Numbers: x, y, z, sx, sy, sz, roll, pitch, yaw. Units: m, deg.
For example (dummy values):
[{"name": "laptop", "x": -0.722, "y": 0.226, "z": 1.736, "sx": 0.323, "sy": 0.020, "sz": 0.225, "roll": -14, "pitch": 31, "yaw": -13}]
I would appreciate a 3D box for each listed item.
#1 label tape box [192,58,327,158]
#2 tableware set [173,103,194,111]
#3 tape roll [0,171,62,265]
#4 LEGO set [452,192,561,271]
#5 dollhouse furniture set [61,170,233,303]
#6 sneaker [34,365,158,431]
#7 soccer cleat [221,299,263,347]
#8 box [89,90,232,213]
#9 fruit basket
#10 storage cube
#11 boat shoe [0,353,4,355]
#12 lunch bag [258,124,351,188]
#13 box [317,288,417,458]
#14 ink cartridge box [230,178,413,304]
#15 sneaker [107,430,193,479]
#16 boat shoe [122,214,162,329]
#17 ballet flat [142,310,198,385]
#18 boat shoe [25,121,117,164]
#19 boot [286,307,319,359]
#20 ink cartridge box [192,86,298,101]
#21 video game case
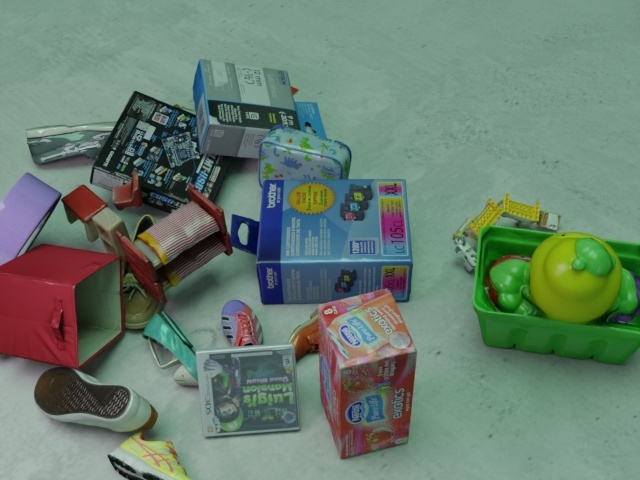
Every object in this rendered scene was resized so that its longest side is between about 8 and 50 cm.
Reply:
[{"name": "label tape box", "x": -0.138, "y": -0.325, "z": 2.299, "sx": 0.348, "sy": 0.115, "sz": 0.249, "roll": 3, "pitch": 48, "yaw": -18}, {"name": "tableware set", "x": -0.415, "y": -0.312, "z": 2.421, "sx": 0.104, "sy": 0.024, "sz": 0.154, "roll": 19, "pitch": 51, "yaw": 23}, {"name": "tape roll", "x": -0.674, "y": -0.011, "z": 1.962, "sx": 0.090, "sy": 0.275, "sz": 0.275, "roll": 34, "pitch": 48, "yaw": -12}, {"name": "LEGO set", "x": 0.413, "y": -0.033, "z": 2.104, "sx": 0.287, "sy": 0.107, "sz": 0.132, "roll": -23, "pitch": 84, "yaw": -25}, {"name": "dollhouse furniture set", "x": -0.387, "y": -0.055, "z": 1.958, "sx": 0.201, "sy": 0.152, "sz": 0.374, "roll": -38, "pitch": 56, "yaw": -23}, {"name": "sneaker", "x": -0.442, "y": 0.326, "z": 1.775, "sx": 0.290, "sy": 0.123, "sz": 0.106, "roll": 8, "pitch": 66, "yaw": 36}, {"name": "soccer cleat", "x": -0.154, "y": 0.207, "z": 1.865, "sx": 0.083, "sy": 0.095, "sz": 0.248, "roll": -8, "pitch": 48, "yaw": -10}, {"name": "box", "x": -0.374, "y": -0.206, "z": 2.225, "sx": 0.293, "sy": 0.073, "sz": 0.295, "roll": 21, "pitch": 49, "yaw": -7}, {"name": "fruit basket", "x": 0.490, "y": 0.073, "z": 1.794, "sx": 0.392, "sy": 0.392, "sz": 0.283, "roll": 7, "pitch": 47, "yaw": 8}, {"name": "storage cube", "x": -0.531, "y": 0.128, "z": 1.840, "sx": 0.193, "sy": 0.183, "sz": 0.215, "roll": 8, "pitch": 20, "yaw": 16}, {"name": "boat shoe", "x": -0.773, "y": 0.155, "z": 1.931, "sx": 0.324, "sy": 0.116, "sz": 0.097, "roll": 35, "pitch": 99, "yaw": 19}, {"name": "lunch bag", "x": -0.040, "y": -0.172, "z": 2.172, "sx": 0.219, "sy": 0.176, "sz": 0.090, "roll": 15, "pitch": 44, "yaw": 12}, {"name": "box", "x": 0.081, "y": 0.251, "z": 1.675, "sx": 0.142, "sy": 0.300, "sz": 0.154, "roll": -12, "pitch": 48, "yaw": -10}, {"name": "ink cartridge box", "x": 0.000, "y": 0.000, "z": 2.027, "sx": 0.395, "sy": 0.151, "sz": 0.270, "roll": -2, "pitch": 46, "yaw": 2}, {"name": "sneaker", "x": -0.291, "y": 0.416, "z": 1.681, "sx": 0.208, "sy": 0.081, "sz": 0.094, "roll": 23, "pitch": 49, "yaw": 22}, {"name": "boat shoe", "x": -0.401, "y": 0.069, "z": 2.007, "sx": 0.104, "sy": 0.089, "sz": 0.285, "roll": -3, "pitch": 47, "yaw": -2}, {"name": "ballet flat", "x": -0.282, "y": 0.245, "z": 1.856, "sx": 0.087, "sy": 0.083, "sz": 0.247, "roll": -47, "pitch": 58, "yaw": -7}, {"name": "boat shoe", "x": -0.590, "y": -0.251, "z": 2.332, "sx": 0.319, "sy": 0.099, "sz": 0.116, "roll": -4, "pitch": 14, "yaw": -10}, {"name": "boot", "x": -0.012, "y": 0.209, "z": 1.888, "sx": 0.084, "sy": 0.059, "sz": 0.158, "roll": 33, "pitch": 54, "yaw": 22}, {"name": "ink cartridge box", "x": -0.204, "y": -0.408, "z": 2.484, "sx": 0.189, "sy": 0.066, "sz": 0.232, "roll": 29, "pitch": 57, "yaw": 26}, {"name": "video game case", "x": -0.139, "y": 0.289, "z": 1.750, "sx": 0.190, "sy": 0.173, "sz": 0.022, "roll": -4, "pitch": 10, "yaw": -3}]
